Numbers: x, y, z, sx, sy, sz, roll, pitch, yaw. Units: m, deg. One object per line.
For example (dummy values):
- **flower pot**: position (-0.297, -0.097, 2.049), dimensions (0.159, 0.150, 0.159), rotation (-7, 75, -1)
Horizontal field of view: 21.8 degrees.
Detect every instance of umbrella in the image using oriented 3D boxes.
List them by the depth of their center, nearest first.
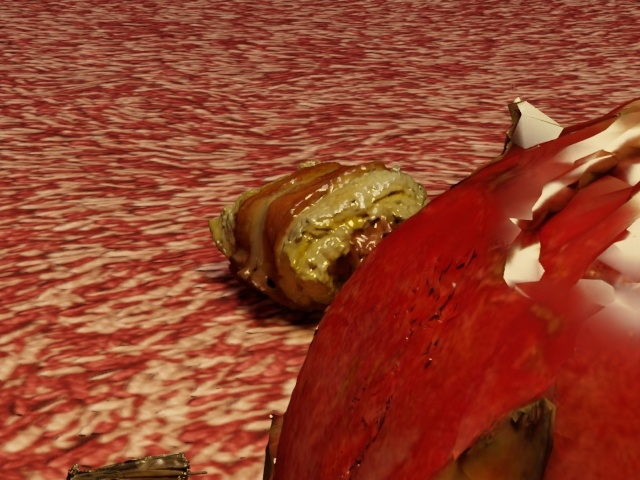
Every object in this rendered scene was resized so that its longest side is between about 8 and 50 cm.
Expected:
- **umbrella**: position (-0.105, 0.134, 0.942), dimensions (0.083, 0.020, 0.031), rotation (1, 56, 6)

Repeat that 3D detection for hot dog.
- **hot dog**: position (0.000, 0.000, 1.266), dimensions (0.146, 0.103, 0.213), rotation (-29, 15, -15)

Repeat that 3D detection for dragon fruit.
- **dragon fruit**: position (0.123, 0.105, 0.602), dimensions (0.295, 0.301, 0.295), rotation (20, 11, -4)
